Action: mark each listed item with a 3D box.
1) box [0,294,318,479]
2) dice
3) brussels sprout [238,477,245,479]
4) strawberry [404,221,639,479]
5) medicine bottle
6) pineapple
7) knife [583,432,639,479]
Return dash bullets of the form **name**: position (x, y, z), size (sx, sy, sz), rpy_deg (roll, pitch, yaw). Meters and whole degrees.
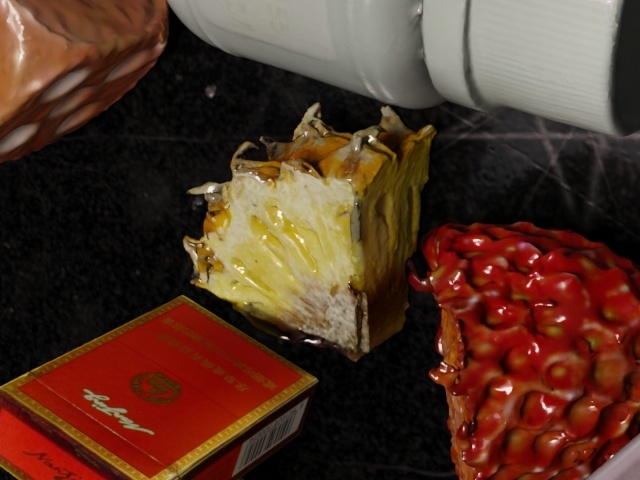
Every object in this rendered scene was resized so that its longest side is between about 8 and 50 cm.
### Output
- **box**: position (-0.129, 0.138, 1.117), size (0.153, 0.240, 0.074), rpy_deg (34, 119, 18)
- **dice**: position (-0.244, -0.176, 1.120), size (0.179, 0.175, 0.174), rpy_deg (-36, 87, 39)
- **brussels sprout**: position (-0.087, 0.371, 1.161), size (0.344, 0.268, 0.344), rpy_deg (12, 109, 36)
- **strawberry**: position (0.159, 0.084, 0.981), size (0.178, 0.234, 0.233), rpy_deg (-7, 105, 1)
- **medicine bottle**: position (0.074, -0.200, 0.864), size (0.306, 0.245, 0.245), rpy_deg (21, 117, 25)
- **pineapple**: position (0.000, 0.000, 1.083), size (0.236, 0.114, 0.186), rpy_deg (-37, 86, 46)
- **knife**: position (0.197, 0.178, 0.908), size (0.399, 0.038, 0.132), rpy_deg (-39, 109, 1)
